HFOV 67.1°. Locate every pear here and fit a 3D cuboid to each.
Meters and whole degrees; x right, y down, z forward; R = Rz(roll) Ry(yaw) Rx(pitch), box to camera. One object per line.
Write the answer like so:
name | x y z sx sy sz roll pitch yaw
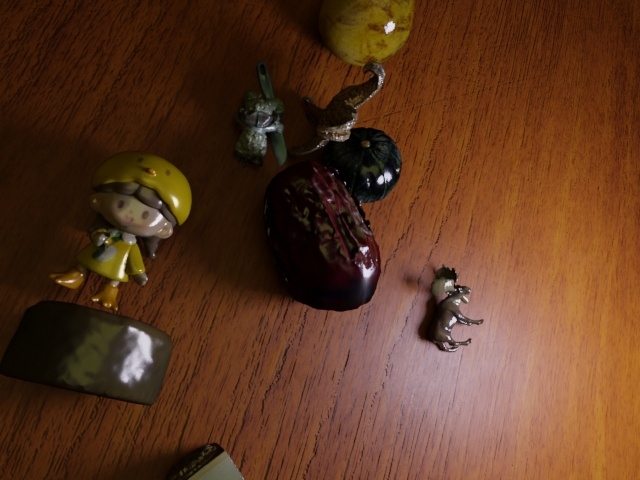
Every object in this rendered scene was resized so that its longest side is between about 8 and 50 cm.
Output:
pear | 0.126 -0.635 1.364 0.281 0.281 0.280 5 76 -20

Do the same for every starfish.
starfish | 0.044 -0.345 1.259 0.312 0.303 0.113 -50 115 -13

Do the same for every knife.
knife | -0.136 -0.354 1.333 0.045 0.019 0.312 -12 82 -15

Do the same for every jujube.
jujube | 0.000 0.000 1.184 0.259 0.258 0.376 -15 77 -23

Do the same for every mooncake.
mooncake | -0.439 0.217 0.937 0.285 0.284 0.155 19 66 -16

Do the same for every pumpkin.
pumpkin | 0.110 -0.203 1.296 0.221 0.161 0.220 3 52 -4

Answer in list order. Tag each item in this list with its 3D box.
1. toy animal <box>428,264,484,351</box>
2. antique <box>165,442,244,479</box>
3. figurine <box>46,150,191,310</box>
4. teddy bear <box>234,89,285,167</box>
toy animal | 0.363 0.190 1.349 0.186 0.094 0.214 35 76 -1
antique | -0.243 0.521 1.009 0.152 0.147 0.147 -31 88 -26
figurine | -0.432 -0.035 1.058 0.215 0.187 0.343 34 73 -20
teddy bear | -0.162 -0.303 1.253 0.133 0.111 0.212 11 73 -1
